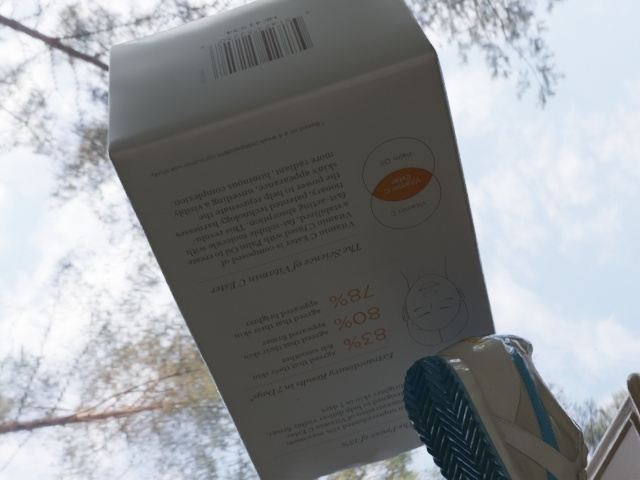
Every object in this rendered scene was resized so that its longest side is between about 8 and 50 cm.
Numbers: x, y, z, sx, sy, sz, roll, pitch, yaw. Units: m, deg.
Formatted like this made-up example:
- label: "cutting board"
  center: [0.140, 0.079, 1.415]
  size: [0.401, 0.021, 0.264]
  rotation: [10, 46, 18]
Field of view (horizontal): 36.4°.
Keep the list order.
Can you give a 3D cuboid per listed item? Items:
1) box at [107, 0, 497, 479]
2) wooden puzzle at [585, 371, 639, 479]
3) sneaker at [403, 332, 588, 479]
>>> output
- label: "box"
  center: [0.000, 0.000, 0.751]
  size: [0.215, 0.345, 0.168]
  rotation: [-18, -143, 1]
- label: "wooden puzzle"
  center: [0.232, 0.247, 0.682]
  size: [0.044, 0.238, 0.221]
  rotation: [0, -139, -8]
- label: "sneaker"
  center: [0.143, 0.170, 0.641]
  size: [0.087, 0.092, 0.228]
  rotation: [-29, -99, 54]
